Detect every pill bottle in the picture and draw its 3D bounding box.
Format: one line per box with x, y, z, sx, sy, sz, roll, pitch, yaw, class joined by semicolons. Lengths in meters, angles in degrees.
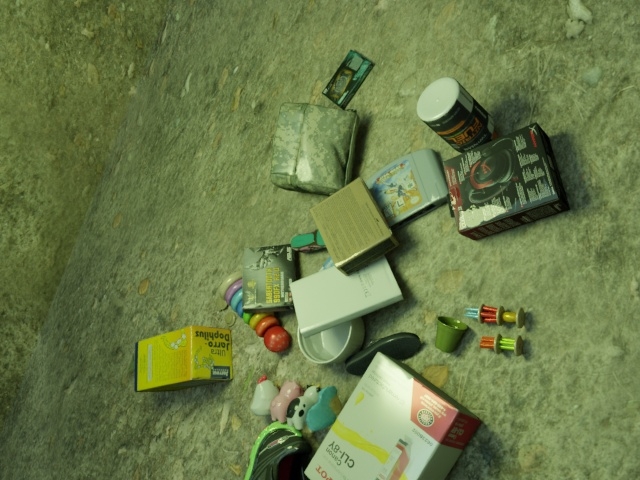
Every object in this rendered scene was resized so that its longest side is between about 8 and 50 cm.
0.379;-0.319;1.394;0.130;0.245;0.131;-26;51;38;pill bottle

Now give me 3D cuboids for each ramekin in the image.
0.039;0.283;1.605;0.207;0.109;0.207;-15;64;34;ramekin

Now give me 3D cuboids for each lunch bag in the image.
-0.007;-0.296;1.742;0.255;0.212;0.306;8;86;24;lunch bag

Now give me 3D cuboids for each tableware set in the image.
-0.336;0.247;1.996;0.168;0.020;0.141;-36;58;26;tableware set

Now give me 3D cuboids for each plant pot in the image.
0.343;0.256;1.393;0.083;0.083;0.079;24;106;41;plant pot

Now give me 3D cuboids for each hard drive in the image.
0.070;0.151;1.547;0.307;0.040;0.203;-23;42;4;hard drive

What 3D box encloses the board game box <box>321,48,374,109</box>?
0.096;-0.574;1.849;0.186;0.026;0.126;-54;52;15;board game box

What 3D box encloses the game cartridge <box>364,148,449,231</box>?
0.244;-0.147;1.596;0.297;0.062;0.198;-31;65;30;game cartridge

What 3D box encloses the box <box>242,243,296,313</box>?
-0.176;0.131;1.793;0.182;0.056;0.231;-4;63;4;box

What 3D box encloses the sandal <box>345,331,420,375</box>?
0.173;0.318;1.510;0.254;0.097;0.055;-30;34;30;sandal

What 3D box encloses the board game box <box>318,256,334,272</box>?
0.041;0.106;1.717;0.090;0.020;0.090;-55;50;15;board game box

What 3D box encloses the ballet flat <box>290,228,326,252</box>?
0.000;0.000;1.741;0.221;0.079;0.077;-14;63;37;ballet flat

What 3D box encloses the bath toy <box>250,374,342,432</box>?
-0.091;0.503;1.646;0.348;0.151;0.129;-7;87;46;bath toy

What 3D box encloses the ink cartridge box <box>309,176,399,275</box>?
0.098;-0.042;1.567;0.193;0.088;0.235;-30;57;10;ink cartridge box

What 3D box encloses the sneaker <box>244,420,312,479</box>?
-0.150;0.808;1.576;0.202;0.185;0.484;10;86;49;sneaker

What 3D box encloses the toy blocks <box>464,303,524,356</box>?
0.439;0.227;1.329;0.148;0.054;0.124;0;78;40;toy blocks

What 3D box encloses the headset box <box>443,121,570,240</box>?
0.467;-0.142;1.367;0.293;0.110;0.218;-22;65;34;headset box

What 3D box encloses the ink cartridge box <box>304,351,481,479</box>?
0.180;0.536;1.344;0.279;0.160;0.385;30;88;42;ink cartridge box

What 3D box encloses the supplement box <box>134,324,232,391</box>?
-0.528;0.458;1.984;0.356;0.194;0.196;-20;66;34;supplement box

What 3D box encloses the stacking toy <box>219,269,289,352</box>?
-0.218;0.257;1.830;0.330;0.141;0.141;45;108;30;stacking toy
